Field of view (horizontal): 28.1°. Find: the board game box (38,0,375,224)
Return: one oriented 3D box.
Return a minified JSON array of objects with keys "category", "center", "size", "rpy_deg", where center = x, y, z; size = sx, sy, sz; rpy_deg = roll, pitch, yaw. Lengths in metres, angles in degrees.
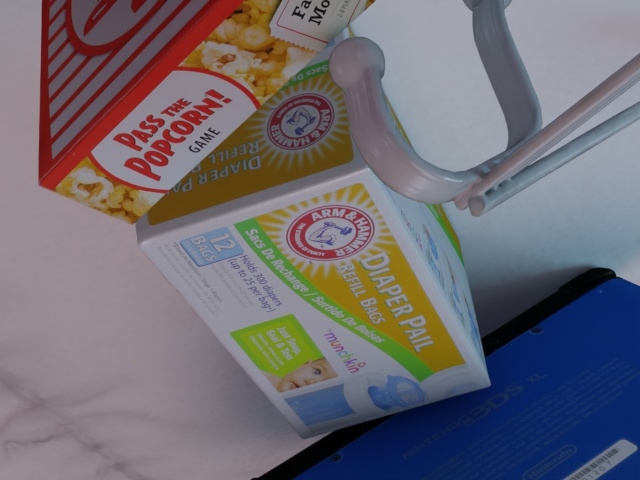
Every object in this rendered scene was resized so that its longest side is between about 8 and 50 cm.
[{"category":"board game box","center":[-0.030,-0.118,0.456],"size":[0.045,0.146,0.193],"rpy_deg":[24,131,-35]}]

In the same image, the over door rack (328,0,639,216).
[{"category":"over door rack","center":[0.178,-0.120,0.450],"size":[0.324,0.108,0.239],"rpy_deg":[-11,159,-47]}]

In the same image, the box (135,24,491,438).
[{"category":"box","center":[0.000,0.000,0.644],"size":[0.114,0.103,0.203],"rpy_deg":[-18,141,13]}]

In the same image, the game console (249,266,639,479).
[{"category":"game console","center":[0.099,0.160,0.732],"size":[0.293,0.250,0.173],"rpy_deg":[-30,121,-21]}]
